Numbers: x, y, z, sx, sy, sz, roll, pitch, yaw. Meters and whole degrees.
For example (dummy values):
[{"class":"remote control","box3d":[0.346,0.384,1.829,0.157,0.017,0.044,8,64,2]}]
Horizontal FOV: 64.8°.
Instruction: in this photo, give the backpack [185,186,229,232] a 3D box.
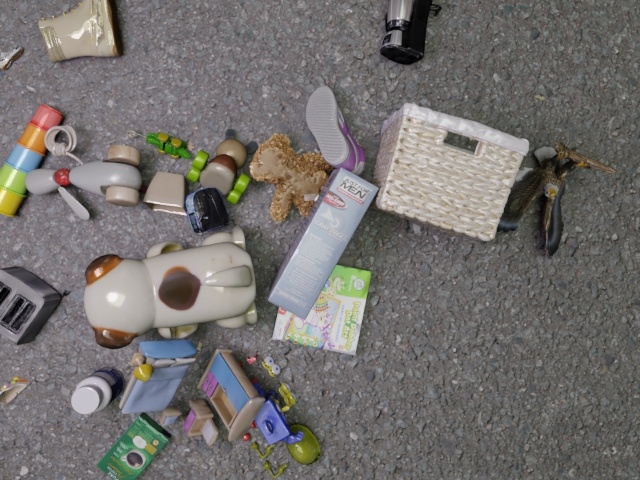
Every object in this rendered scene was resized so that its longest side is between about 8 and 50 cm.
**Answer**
[{"class":"backpack","box3d":[-0.320,-0.084,1.391,0.105,0.084,0.114,-20,98,-42]}]

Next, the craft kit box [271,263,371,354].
[{"class":"craft kit box","box3d":[0.003,0.185,1.458,0.246,0.061,0.250,11,89,-7]}]

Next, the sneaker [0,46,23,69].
[{"class":"sneaker","box3d":[-0.873,-0.518,1.411,0.037,0.032,0.083,45,86,-3]}]

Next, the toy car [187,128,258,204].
[{"class":"toy car","box3d":[-0.259,-0.228,1.424,0.155,0.149,0.188,29,61,-13]}]

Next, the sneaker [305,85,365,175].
[{"class":"sneaker","box3d":[0.050,-0.304,1.452,0.102,0.161,0.282,-27,61,27]}]

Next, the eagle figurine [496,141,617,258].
[{"class":"eagle figurine","box3d":[0.648,-0.132,1.463,0.226,0.225,0.298,46,123,36]}]

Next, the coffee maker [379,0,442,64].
[{"class":"coffee maker","box3d":[0.263,-0.609,1.450,0.171,0.120,0.178,7,89,-5]}]

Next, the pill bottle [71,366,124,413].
[{"class":"pill bottle","box3d":[-0.598,0.404,1.353,0.094,0.169,0.094,0,90,-4]}]

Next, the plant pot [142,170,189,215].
[{"class":"plant pot","box3d":[-0.421,-0.134,1.408,0.109,0.109,0.096,8,80,-4]}]

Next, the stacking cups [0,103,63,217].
[{"class":"stacking cups","box3d":[-0.806,-0.220,1.388,0.096,0.096,0.316,29,85,-3]}]

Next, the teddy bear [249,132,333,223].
[{"class":"teddy bear","box3d":[-0.044,-0.153,1.440,0.337,0.113,0.245,17,94,-12]}]

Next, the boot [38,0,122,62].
[{"class":"boot","box3d":[-0.675,-0.632,1.399,0.203,0.095,0.262,-9,94,-3]}]

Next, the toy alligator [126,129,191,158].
[{"class":"toy alligator","box3d":[-0.449,-0.284,1.433,0.189,0.056,0.051,23,46,-2]}]

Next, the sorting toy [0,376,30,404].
[{"class":"sorting toy","box3d":[-0.857,0.414,1.381,0.083,0.075,0.045,-43,93,-4]}]

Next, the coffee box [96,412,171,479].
[{"class":"coffee box","box3d":[-0.525,0.592,1.421,0.113,0.040,0.184,40,87,-2]}]

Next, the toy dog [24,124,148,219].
[{"class":"toy dog","box3d":[-0.608,-0.162,1.377,0.333,0.161,0.220,19,80,17]}]

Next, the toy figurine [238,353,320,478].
[{"class":"toy figurine","box3d":[-0.143,0.507,1.361,0.191,0.217,0.363,-29,91,-4]}]

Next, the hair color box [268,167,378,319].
[{"class":"hair color box","box3d":[0.000,0.000,1.319,0.113,0.185,0.375,28,94,-7]}]

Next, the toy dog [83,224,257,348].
[{"class":"toy dog","box3d":[-0.374,0.141,1.272,0.407,0.395,0.285,-9,99,-13]}]

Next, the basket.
[{"class":"basket","box3d":[0.308,-0.172,1.353,0.328,0.331,0.267,17,94,-3]}]

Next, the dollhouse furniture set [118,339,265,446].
[{"class":"dollhouse furniture set","box3d":[-0.348,0.421,1.246,0.303,0.198,0.286,12,113,-45]}]

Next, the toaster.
[{"class":"toaster","box3d":[-0.823,0.171,1.369,0.168,0.110,0.186,35,87,-4]}]
